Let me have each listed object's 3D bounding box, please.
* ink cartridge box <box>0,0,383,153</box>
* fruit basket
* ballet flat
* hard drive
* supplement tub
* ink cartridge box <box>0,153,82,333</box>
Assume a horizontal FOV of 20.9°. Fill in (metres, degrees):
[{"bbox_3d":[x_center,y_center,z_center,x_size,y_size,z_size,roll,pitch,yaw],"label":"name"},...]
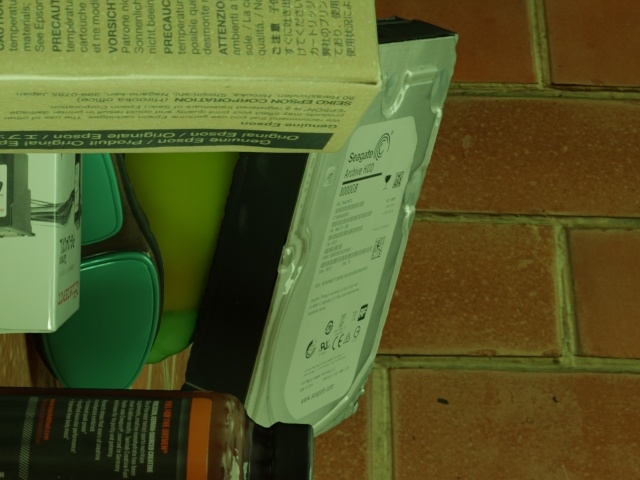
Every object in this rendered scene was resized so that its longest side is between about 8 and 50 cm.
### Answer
[{"bbox_3d":[-0.084,-0.155,0.700,0.088,0.193,0.235,126,-37,-70],"label":"ink cartridge box"},{"bbox_3d":[-0.087,-0.069,1.398,0.392,0.282,0.392,169,-90,-77],"label":"fruit basket"},{"bbox_3d":[-0.157,-0.013,1.172,0.280,0.095,0.096,92,-13,-45],"label":"ballet flat"},{"bbox_3d":[0.000,0.000,1.329,0.237,0.064,0.339,-17,124,-63],"label":"hard drive"},{"bbox_3d":[-0.103,0.133,0.952,0.106,0.197,0.106,1,90,-90],"label":"supplement tub"},{"bbox_3d":[-0.166,-0.028,0.944,0.109,0.063,0.151,-97,-172,-85],"label":"ink cartridge box"}]
